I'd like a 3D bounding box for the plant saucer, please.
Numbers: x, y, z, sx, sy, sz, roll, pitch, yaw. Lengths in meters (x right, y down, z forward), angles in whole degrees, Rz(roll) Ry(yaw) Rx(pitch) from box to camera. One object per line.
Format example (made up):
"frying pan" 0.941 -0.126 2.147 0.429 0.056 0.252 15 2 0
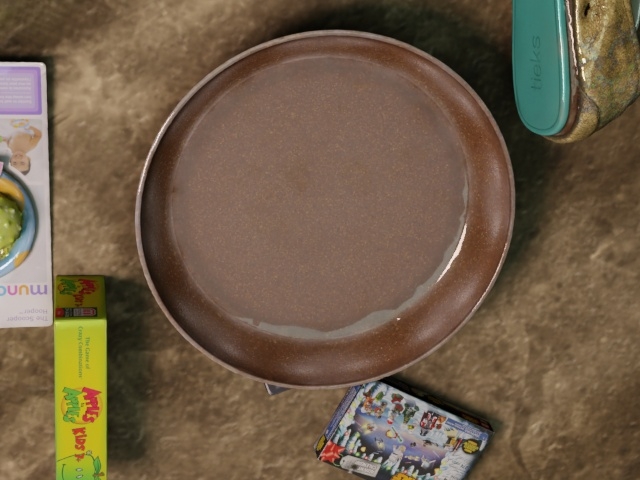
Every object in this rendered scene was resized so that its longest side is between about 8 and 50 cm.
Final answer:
"plant saucer" 0.003 -0.026 1.302 0.311 0.050 0.310 -3 113 -8

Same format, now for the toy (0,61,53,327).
"toy" -0.289 -0.026 1.283 0.137 0.056 0.237 -1 112 -7

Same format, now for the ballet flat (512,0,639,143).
"ballet flat" 0.202 -0.251 1.252 0.123 0.123 0.348 -10 112 -5

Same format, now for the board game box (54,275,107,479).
"board game box" -0.202 0.130 1.339 0.043 0.092 0.181 0 112 -9

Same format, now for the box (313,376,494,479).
"box" 0.076 0.181 1.439 0.137 0.027 0.094 25 107 -18

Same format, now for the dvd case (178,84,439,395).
"dvd case" 0.000 0.000 1.354 0.179 0.029 0.238 -20 113 -1
